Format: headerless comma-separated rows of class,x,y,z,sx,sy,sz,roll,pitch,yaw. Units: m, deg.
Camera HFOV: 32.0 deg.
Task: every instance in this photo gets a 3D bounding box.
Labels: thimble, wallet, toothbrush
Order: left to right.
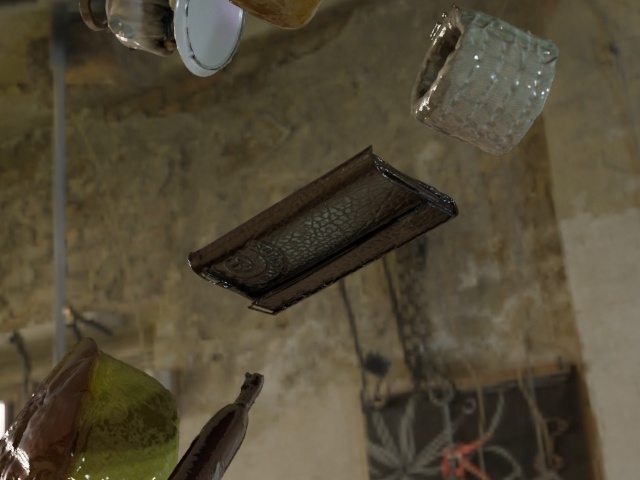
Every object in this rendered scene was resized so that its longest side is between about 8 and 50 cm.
toothbrush,-0.087,0.172,0.963,0.041,0.040,0.364,-9,-171,9
wallet,0.000,0.000,1.094,0.243,0.039,0.133,-28,138,32
thimble,0.128,-0.130,0.903,0.090,0.102,0.115,23,151,-7

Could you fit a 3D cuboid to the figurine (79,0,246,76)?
figurine,-0.171,-0.241,1.146,0.154,0.132,0.132,11,170,23

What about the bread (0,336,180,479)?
bread,-0.242,0.230,1.057,0.148,0.269,0.270,28,150,-18

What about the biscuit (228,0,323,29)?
biscuit,-0.082,-0.296,0.783,0.291,0.062,0.237,33,132,-12
